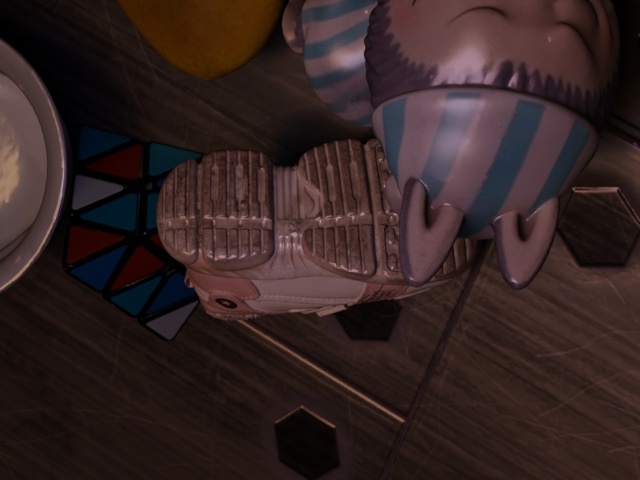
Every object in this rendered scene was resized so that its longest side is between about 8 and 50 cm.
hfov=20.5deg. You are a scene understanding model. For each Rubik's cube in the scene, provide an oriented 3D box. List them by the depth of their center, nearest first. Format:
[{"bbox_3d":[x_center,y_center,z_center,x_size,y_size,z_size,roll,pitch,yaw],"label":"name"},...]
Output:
[{"bbox_3d":[-0.162,-0.032,2.038,0.234,0.250,0.284,-20,91,13],"label":"Rubik's cube"}]

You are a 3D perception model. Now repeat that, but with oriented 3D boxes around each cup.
[{"bbox_3d":[-0.440,-0.090,2.136,0.347,0.163,0.347,1,93,13],"label":"cup"}]

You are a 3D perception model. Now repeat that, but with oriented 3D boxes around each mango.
[{"bbox_3d":[-0.154,-0.351,1.907,0.253,0.182,0.365,-7,102,30],"label":"mango"}]

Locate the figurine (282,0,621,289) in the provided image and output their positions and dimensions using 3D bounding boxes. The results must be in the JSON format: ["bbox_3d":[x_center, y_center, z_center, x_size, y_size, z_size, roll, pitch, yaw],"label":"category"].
[{"bbox_3d":[0.097,-0.121,1.706,0.361,0.378,0.266,-15,130,39],"label":"figurine"}]

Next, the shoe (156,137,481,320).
[{"bbox_3d":[0.001,-0.003,1.959,0.351,0.172,0.198,6,154,4],"label":"shoe"}]
